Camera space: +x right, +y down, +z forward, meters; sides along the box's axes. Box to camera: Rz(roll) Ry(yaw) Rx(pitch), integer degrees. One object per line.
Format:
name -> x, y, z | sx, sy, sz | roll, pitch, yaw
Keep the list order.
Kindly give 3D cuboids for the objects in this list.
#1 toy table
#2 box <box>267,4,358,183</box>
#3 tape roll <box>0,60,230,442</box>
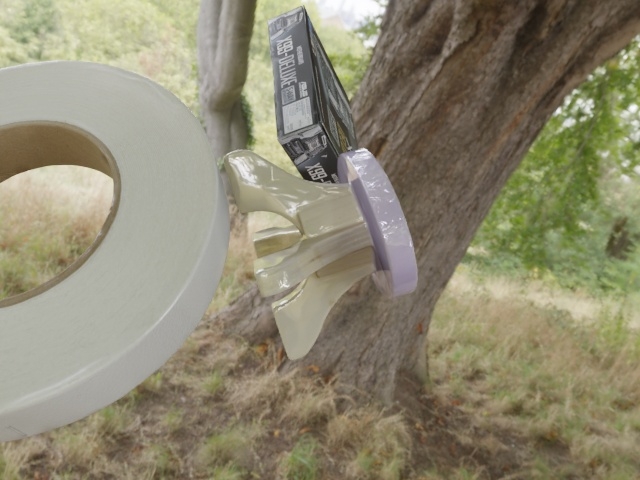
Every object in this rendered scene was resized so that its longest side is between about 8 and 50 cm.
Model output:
toy table -> 0.000, 0.000, 0.681 | 0.161, 0.252, 0.274 | -17, -1, -3
box -> -0.002, -0.216, 1.019 | 0.242, 0.077, 0.307 | 54, 23, -50
tape roll -> -0.282, -0.013, 0.553 | 0.392, 0.072, 0.391 | -1, 59, 2
